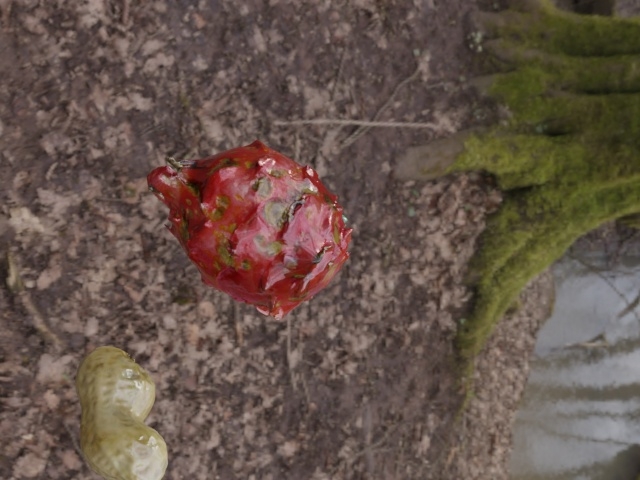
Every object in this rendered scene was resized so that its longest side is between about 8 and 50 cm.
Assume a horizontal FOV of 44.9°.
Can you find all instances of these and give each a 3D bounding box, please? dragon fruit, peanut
[{"bbox_3d":[-0.091,-0.026,0.980,0.268,0.205,0.210,27,44,-9],"label":"dragon fruit"},{"bbox_3d":[-0.270,0.237,1.033,0.098,0.103,0.229,36,22,-45],"label":"peanut"}]

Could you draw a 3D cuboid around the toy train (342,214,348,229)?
[{"bbox_3d":[0.000,0.000,1.212,0.044,0.103,0.064,48,22,15],"label":"toy train"}]
